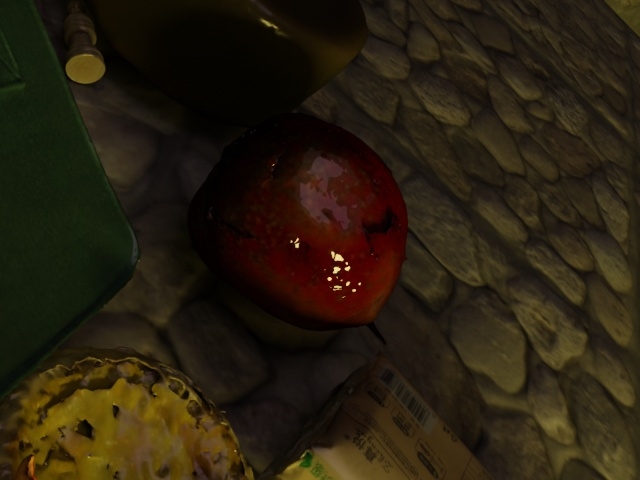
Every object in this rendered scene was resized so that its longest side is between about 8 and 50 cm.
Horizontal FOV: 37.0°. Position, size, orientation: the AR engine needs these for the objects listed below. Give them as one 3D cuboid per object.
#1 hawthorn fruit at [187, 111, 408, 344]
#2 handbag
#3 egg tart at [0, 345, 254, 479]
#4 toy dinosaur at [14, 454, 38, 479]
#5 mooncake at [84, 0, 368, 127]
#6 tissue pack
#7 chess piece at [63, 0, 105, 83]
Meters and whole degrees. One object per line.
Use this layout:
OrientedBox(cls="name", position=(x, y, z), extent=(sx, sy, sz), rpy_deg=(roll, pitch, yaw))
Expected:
OrientedBox(cls="hawthorn fruit", position=(0.000, 0.000, 0.833), extent=(0.235, 0.181, 0.181), rpy_deg=(49, 31, -24))
OrientedBox(cls="handbag", position=(-0.222, -0.034, 0.526), extent=(0.326, 0.089, 0.238), rpy_deg=(-58, 132, -74))
OrientedBox(cls="egg tart", position=(-0.132, 0.173, 0.567), extent=(0.234, 0.094, 0.234), rpy_deg=(33, 35, -27))
OrientedBox(cls="toy dinosaur", position=(-0.109, 0.245, 0.439), extent=(0.117, 0.070, 0.288), rpy_deg=(8, 84, -17))
OrientedBox(cls="mooncake", position=(-0.101, -0.252, 0.961), extent=(0.284, 0.155, 0.284), rpy_deg=(34, 35, -28))
OrientedBox(cls="tissue pack", position=(0.070, 0.218, 0.758), extent=(0.222, 0.090, 0.186), rpy_deg=(50, 31, -2))
OrientedBox(cls="chess piece", position=(-0.221, -0.188, 0.880), extent=(0.035, 0.035, 0.092), rpy_deg=(17, 41, -39))
